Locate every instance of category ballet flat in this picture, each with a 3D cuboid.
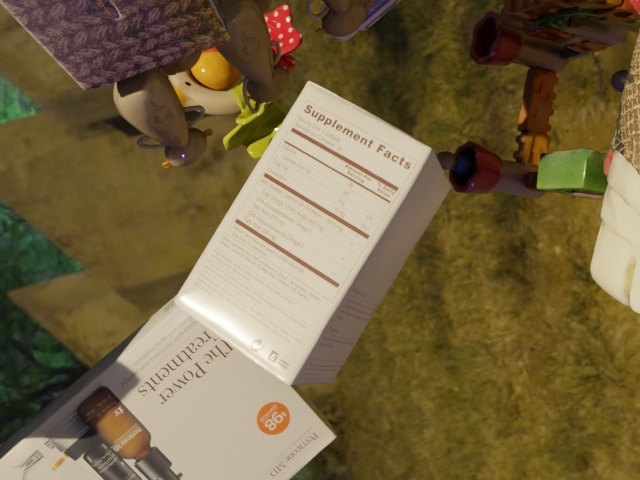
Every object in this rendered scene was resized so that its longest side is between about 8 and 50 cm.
[{"bbox_3d":[0.337,0.033,0.622,0.483,0.182,0.164,42,-159,-29],"label":"ballet flat"}]

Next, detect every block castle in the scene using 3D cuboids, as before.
[{"bbox_3d":[0.353,-0.208,1.061,0.453,0.212,0.303,-169,88,-70],"label":"block castle"}]

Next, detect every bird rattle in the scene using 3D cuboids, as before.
[{"bbox_3d":[-0.130,-0.269,1.175,0.143,0.206,0.254,113,160,-63],"label":"bird rattle"}]

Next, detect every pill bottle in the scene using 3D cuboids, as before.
[{"bbox_3d":[0.067,-0.360,1.116,0.078,0.137,0.078,30,-136,-33],"label":"pill bottle"}]

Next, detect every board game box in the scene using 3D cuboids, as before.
[{"bbox_3d":[-0.199,-0.315,0.606,0.232,0.141,0.291,59,-166,-67],"label":"board game box"}]

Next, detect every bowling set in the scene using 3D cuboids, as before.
[{"bbox_3d":[-0.105,-0.236,0.788,0.200,0.287,0.154,57,180,23],"label":"bowling set"}]

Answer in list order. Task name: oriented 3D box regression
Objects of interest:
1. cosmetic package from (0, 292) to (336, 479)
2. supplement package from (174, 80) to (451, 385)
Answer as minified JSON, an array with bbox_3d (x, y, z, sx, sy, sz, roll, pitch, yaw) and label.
[{"bbox_3d":[-0.212,0.280,1.034,0.284,0.377,0.097,50,176,-14],"label":"cosmetic package"},{"bbox_3d":[0.000,0.000,0.542,0.105,0.179,0.105,32,180,20],"label":"supplement package"}]
